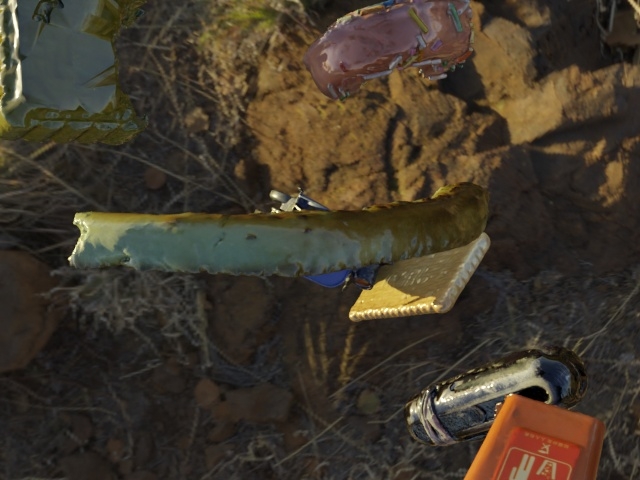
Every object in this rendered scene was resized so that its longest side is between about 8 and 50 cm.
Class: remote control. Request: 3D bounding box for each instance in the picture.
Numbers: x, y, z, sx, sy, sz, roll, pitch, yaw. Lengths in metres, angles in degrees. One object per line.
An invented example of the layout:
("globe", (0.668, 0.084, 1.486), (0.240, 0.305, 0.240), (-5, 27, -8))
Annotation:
("remote control", (0.201, 0.201, 1.139), (0.266, 0.066, 0.090), (-29, 86, 37))

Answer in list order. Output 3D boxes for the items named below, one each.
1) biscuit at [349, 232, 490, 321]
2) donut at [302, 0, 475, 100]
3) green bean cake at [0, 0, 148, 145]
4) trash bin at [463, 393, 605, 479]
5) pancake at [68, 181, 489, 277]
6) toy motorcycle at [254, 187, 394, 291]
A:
("biscuit", (0.155, 0.063, 1.476), (0.030, 0.160, 0.250), (46, 150, -19))
("donut", (0.099, -0.249, 1.200), (0.233, 0.199, 0.085), (-15, 85, -14))
("green bean cake", (-0.347, -0.257, 1.299), (0.124, 0.233, 0.236), (-7, 86, 55))
("trash bin", (0.214, 0.301, 0.978), (0.161, 0.238, 0.184), (14, 133, 22))
("pancake", (-0.016, -0.015, 0.766), (0.197, 0.377, 0.054), (13, 105, 60))
("toy motorcycle", (0.000, 0.000, 1.453), (0.213, 0.358, 0.125), (24, 92, -1))
